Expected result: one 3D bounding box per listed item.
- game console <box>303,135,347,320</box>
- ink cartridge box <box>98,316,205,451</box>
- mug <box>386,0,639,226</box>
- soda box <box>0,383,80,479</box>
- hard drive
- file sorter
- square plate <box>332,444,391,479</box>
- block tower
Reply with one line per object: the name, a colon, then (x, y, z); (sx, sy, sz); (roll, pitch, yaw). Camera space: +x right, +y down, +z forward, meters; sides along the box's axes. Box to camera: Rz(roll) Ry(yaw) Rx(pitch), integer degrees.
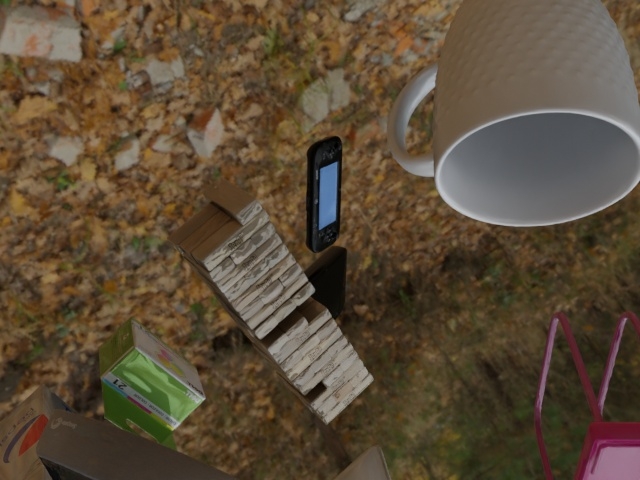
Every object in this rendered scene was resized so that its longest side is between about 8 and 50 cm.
game console: (0.000, 0.000, 1.248); (0.213, 0.044, 0.361); (-42, 136, -62)
ink cartridge box: (-0.310, 0.280, 1.324); (0.097, 0.255, 0.189); (-45, 117, 0)
mug: (0.264, -0.216, 1.056); (0.374, 0.327, 0.276); (-17, 144, 34)
soda box: (-0.366, 0.302, 0.933); (0.091, 0.098, 0.286); (-42, -157, -7)
hard drive: (-0.159, 0.260, 0.674); (0.054, 0.255, 0.171); (-46, 133, -43)
file sorter: (0.371, 0.181, 0.680); (0.291, 0.182, 0.202); (-1, 127, 4)
square plate: (0.024, 0.511, 0.970); (0.049, 0.343, 0.347); (9, 138, -31)
block tower: (-0.054, 0.084, 0.855); (0.097, 0.091, 0.335); (-41, 128, -15)
